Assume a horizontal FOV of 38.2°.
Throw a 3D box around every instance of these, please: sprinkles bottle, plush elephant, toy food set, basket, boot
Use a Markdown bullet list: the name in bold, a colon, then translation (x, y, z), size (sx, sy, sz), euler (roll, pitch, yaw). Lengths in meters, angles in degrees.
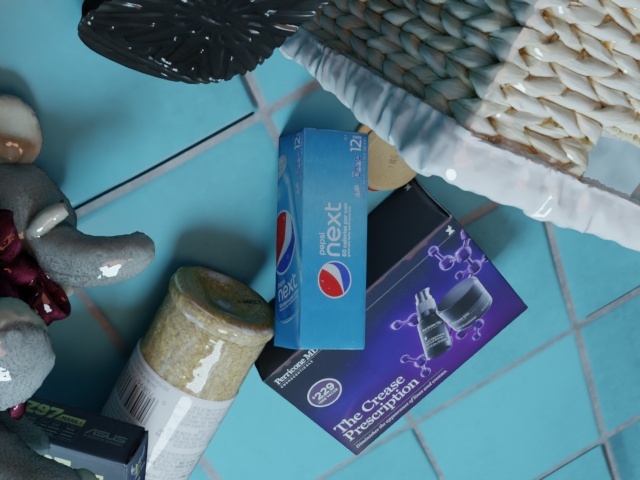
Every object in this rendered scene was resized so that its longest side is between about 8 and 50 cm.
- **sprinkles bottle**: translation (-0.176, 0.201, 0.971), size (0.121, 0.121, 0.355), euler (19, 110, -32)
- **plush elephant**: translation (-0.264, 0.039, 0.762), size (0.255, 0.330, 0.272), euler (-53, 150, -37)
- **toy food set**: translation (0.072, -0.089, 0.968), size (0.083, 0.020, 0.083), euler (-8, 122, -20)
- **basket**: translation (0.199, -0.177, 0.779), size (0.328, 0.331, 0.266), euler (16, 110, -31)
- **boot**: translation (-0.050, -0.281, 0.715), size (0.131, 0.348, 0.260), euler (25, 65, -34)

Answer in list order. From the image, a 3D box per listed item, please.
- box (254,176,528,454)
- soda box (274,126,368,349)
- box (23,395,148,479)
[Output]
- **box**: translation (0.071, 0.088, 1.027), size (0.261, 0.103, 0.184), euler (-42, 124, 5)
- **soda box**: translation (0.000, 0.000, 0.900), size (0.071, 0.067, 0.210), euler (3, 85, -25)
- **box**: translation (-0.288, 0.235, 0.887), size (0.232, 0.059, 0.183), euler (13, 120, 5)
